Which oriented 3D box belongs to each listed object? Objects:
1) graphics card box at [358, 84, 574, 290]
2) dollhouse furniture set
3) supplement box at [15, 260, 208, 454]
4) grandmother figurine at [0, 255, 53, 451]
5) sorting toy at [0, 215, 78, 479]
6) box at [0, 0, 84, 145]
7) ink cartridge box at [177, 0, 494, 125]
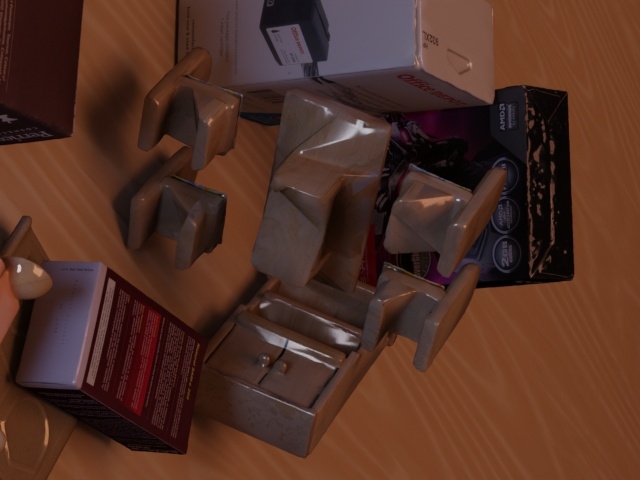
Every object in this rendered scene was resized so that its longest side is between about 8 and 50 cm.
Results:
[{"bbox_3d":[0.138,-0.052,2.440,0.094,0.371,0.233,5,83,-46],"label":"graphics card box"},{"bbox_3d":[0.000,0.000,2.208,0.256,0.362,0.394,-52,159,-51],"label":"dollhouse furniture set"},{"bbox_3d":[-0.205,0.121,2.010,0.239,0.073,0.130,43,52,-57],"label":"supplement box"},{"bbox_3d":[-0.364,0.141,1.721,0.208,0.104,0.342,29,57,-13],"label":"grandmother figurine"},{"bbox_3d":[-0.312,0.156,1.917,0.307,0.041,0.229,-65,145,-43],"label":"sorting toy"},{"bbox_3d":[-0.335,-0.188,1.765,0.203,0.168,0.167,25,64,-58],"label":"box"},{"bbox_3d":[0.021,-0.222,2.299,0.223,0.307,0.129,16,73,-61],"label":"ink cartridge box"}]
